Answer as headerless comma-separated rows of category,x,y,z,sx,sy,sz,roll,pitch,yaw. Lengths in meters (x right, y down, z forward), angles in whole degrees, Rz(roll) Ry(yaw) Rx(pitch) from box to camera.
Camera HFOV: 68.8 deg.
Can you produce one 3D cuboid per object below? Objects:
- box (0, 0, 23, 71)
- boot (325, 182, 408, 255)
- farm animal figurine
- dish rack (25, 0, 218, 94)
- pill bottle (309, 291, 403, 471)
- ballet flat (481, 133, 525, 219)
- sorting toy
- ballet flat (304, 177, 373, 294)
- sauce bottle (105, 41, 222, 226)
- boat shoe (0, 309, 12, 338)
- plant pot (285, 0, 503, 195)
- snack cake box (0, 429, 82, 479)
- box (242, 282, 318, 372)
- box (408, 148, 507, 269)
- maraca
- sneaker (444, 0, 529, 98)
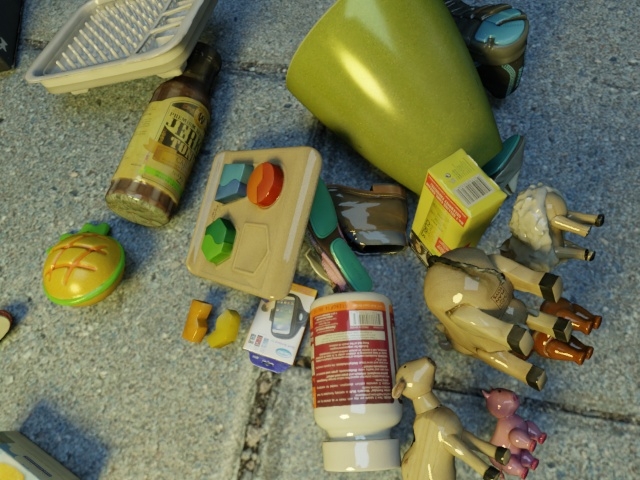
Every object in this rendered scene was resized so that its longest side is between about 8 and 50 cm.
box,-0.873,-0.513,0.769,0.472,0.480,0.297,-7,68,0
boot,0.037,-0.028,0.748,0.219,0.082,0.106,-6,66,-1
farm animal figurine,0.195,0.132,0.581,0.330,0.327,0.172,-40,39,-27
dish rack,-0.341,-0.373,0.852,0.333,0.072,0.285,-2,55,19
pill bottle,0.048,0.190,0.640,0.121,0.121,0.221,-3,68,2
ballet flat,0.283,-0.083,0.774,0.068,0.072,0.213,44,76,-11
sorting toy,-0.123,0.009,0.679,0.229,0.041,0.307,10,83,43
ballet flat,0.000,0.000,0.707,0.077,0.079,0.221,-38,103,-48
sauce bottle,-0.257,-0.196,0.811,0.111,0.111,0.344,11,69,7
boat shoe,-0.539,0.163,0.723,0.137,0.049,0.043,-48,31,-12
plant pot,0.141,-0.216,0.739,0.275,0.275,0.293,-37,87,-11
snack cake box,-0.452,0.404,0.599,0.152,0.089,0.264,28,72,12
box,-0.062,0.130,0.720,0.081,0.028,0.136,16,68,8
box,0.181,-0.023,0.656,0.058,0.232,0.087,-32,69,-10
maraca,-0.376,0.032,0.740,0.127,0.099,0.185,-26,44,-16
sneaker,0.234,-0.376,0.861,0.125,0.139,0.341,-34,52,0
